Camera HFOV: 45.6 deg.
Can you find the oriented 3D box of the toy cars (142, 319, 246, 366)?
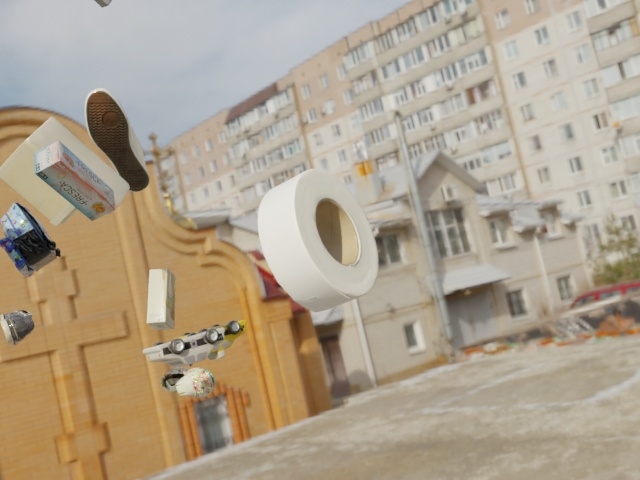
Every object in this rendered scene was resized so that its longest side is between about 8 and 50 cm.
[{"bbox_3d":[-0.296,0.266,1.893,0.176,0.087,0.393,-16,-3,8],"label":"toy cars"}]

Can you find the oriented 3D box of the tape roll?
[{"bbox_3d":[0.000,0.000,1.578,0.100,0.286,0.286,-24,-10,31],"label":"tape roll"}]

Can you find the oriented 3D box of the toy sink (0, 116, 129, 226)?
[{"bbox_3d":[-0.568,-0.131,1.691,0.131,0.234,0.153,-40,20,20],"label":"toy sink"}]

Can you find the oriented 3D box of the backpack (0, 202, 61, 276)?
[{"bbox_3d":[-0.784,-0.007,2.012,0.117,0.173,0.158,-36,0,-16],"label":"backpack"}]

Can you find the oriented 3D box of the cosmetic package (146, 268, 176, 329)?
[{"bbox_3d":[-0.323,0.120,1.554,0.041,0.115,0.060,-5,-20,7],"label":"cosmetic package"}]

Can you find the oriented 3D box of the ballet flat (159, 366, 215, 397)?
[{"bbox_3d":[-0.361,0.386,2.041,0.077,0.091,0.241,-21,4,-32],"label":"ballet flat"}]

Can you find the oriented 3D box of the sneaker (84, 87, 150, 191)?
[{"bbox_3d":[-0.534,-0.270,1.982,0.106,0.290,0.123,-20,34,-6],"label":"sneaker"}]

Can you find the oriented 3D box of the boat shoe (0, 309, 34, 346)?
[{"bbox_3d":[-0.641,0.184,1.626,0.065,0.075,0.206,-21,4,-21],"label":"boat shoe"}]

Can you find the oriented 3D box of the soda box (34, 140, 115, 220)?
[{"bbox_3d":[-0.489,-0.116,1.526,0.063,0.058,0.183,-25,-38,9],"label":"soda box"}]

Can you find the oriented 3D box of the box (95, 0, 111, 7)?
[{"bbox_3d":[-0.558,-0.719,1.959,0.038,0.186,0.145,4,-31,45],"label":"box"}]
